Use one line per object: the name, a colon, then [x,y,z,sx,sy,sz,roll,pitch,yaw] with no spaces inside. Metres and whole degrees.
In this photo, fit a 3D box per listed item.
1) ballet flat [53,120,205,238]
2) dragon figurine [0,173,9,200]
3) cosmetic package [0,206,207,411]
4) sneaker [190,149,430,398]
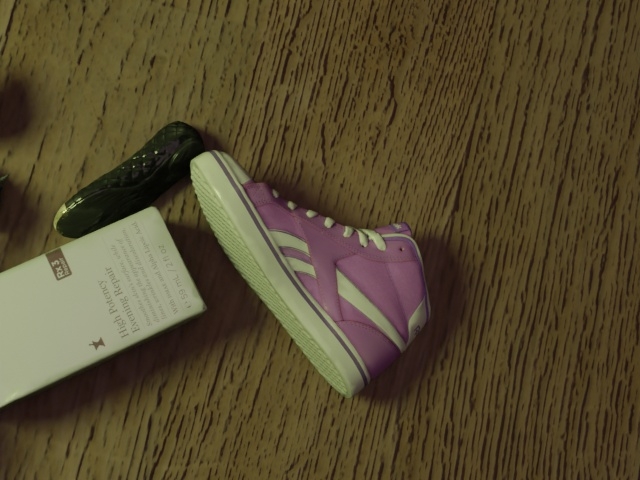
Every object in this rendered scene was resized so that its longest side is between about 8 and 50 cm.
ballet flat: [-0.193,-0.059,0.917,0.173,0.057,0.049,-35,48,-13]
dragon figurine: [-0.380,-0.140,0.870,0.144,0.085,0.289,-4,83,-10]
cosmetic package: [-0.238,0.068,0.865,0.231,0.085,0.117,-26,87,-13]
sneaker: [0.000,0.000,0.914,0.161,0.102,0.282,-39,100,-16]
